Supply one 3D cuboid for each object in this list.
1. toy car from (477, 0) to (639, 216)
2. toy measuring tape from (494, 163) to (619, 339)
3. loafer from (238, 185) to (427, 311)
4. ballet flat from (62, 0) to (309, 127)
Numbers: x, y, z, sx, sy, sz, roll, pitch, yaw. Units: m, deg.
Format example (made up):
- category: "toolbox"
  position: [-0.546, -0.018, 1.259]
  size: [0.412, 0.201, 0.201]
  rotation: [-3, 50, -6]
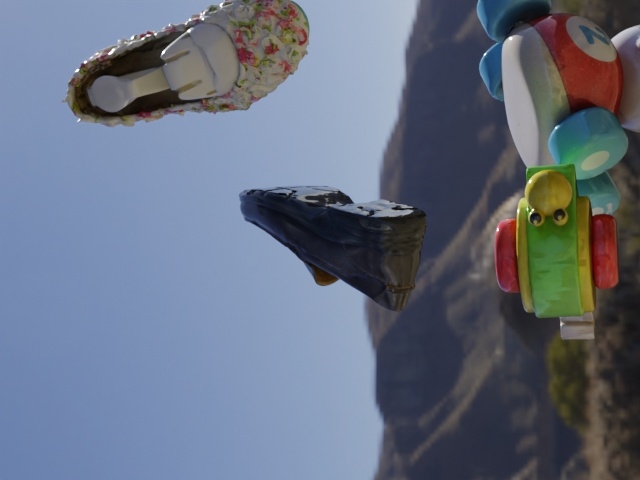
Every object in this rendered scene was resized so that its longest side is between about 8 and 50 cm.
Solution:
- category: "toy car"
  position: [0.311, -0.169, 1.327]
  size: [0.210, 0.238, 0.219]
  rotation: [73, 175, -61]
- category: "toy measuring tape"
  position: [0.232, 0.048, 1.234]
  size: [0.330, 0.121, 0.121]
  rotation: [66, -154, -54]
- category: "loafer"
  position: [0.000, 0.000, 0.831]
  size: [0.170, 0.062, 0.061]
  rotation: [20, 112, 55]
- category: "ballet flat"
  position: [-0.114, -0.131, 1.030]
  size: [0.077, 0.241, 0.091]
  rotation: [-32, -76, -48]
